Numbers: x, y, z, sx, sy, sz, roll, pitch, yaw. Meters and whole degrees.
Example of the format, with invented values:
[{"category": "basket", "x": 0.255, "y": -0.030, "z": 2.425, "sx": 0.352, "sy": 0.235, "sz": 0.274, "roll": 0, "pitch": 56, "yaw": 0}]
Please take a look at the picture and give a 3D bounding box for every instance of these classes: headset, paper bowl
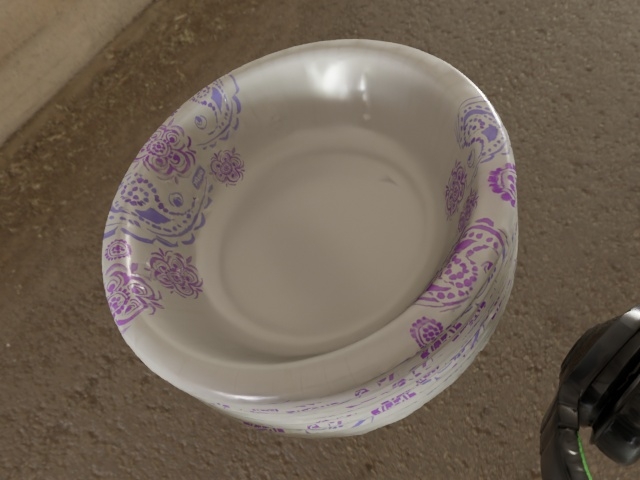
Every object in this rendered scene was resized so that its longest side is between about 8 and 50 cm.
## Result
[{"category": "headset", "x": 0.322, "y": 0.115, "z": 0.465, "sx": 0.243, "sy": 0.185, "sz": 0.394, "roll": 16, "pitch": 43, "yaw": 14}, {"category": "paper bowl", "x": 0.000, "y": 0.000, "z": 0.432, "sx": 0.284, "sy": 0.148, "sz": 0.284, "roll": -10, "pitch": 55, "yaw": 15}]
